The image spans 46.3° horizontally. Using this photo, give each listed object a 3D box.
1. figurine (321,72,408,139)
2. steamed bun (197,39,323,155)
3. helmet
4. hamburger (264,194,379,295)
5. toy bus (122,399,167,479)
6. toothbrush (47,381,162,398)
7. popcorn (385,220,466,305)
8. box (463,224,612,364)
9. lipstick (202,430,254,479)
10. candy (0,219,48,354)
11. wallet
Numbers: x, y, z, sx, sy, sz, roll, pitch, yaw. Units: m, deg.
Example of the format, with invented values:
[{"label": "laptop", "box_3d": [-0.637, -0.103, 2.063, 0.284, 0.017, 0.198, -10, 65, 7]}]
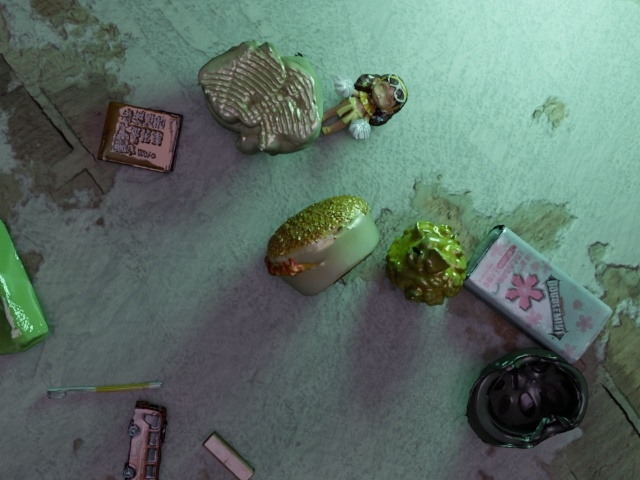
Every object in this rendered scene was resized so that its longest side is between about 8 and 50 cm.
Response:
[{"label": "figurine", "box_3d": [0.108, -0.344, 1.914, 0.240, 0.116, 0.174, -23, 88, 2]}, {"label": "steamed bun", "box_3d": [-0.131, -0.352, 1.858, 0.275, 0.206, 0.320, -42, 92, 12]}, {"label": "helmet", "box_3d": [0.506, 0.380, 1.891, 0.305, 0.177, 0.225, -14, 100, 7]}, {"label": "hamburger", "box_3d": [0.000, 0.000, 1.821, 0.294, 0.276, 0.179, -37, 102, -8]}, {"label": "toy bus", "box_3d": [-0.443, 0.524, 1.885, 0.096, 0.073, 0.235, 8, 89, -12]}, {"label": "toothbrush", "box_3d": [-0.547, 0.380, 1.903, 0.288, 0.021, 0.024, -3, 100, -3]}, {"label": "popcorn", "box_3d": [0.264, 0.055, 1.872, 0.218, 0.169, 0.189, 39, 116, 30]}, {"label": "box", "box_3d": [0.545, 0.136, 1.931, 0.370, 0.112, 0.190, 36, 86, -3]}, {"label": "lipstick", "box_3d": [-0.233, 0.552, 1.905, 0.145, 0.045, 0.045, 44, 88, -2]}, {"label": "candy", "box_3d": [-0.796, 0.115, 1.848, 0.142, 0.132, 0.343, -25, 88, 39]}, {"label": "wallet", "box_3d": [-0.458, -0.265, 1.912, 0.195, 0.042, 0.161, 12, 88, -3]}]
